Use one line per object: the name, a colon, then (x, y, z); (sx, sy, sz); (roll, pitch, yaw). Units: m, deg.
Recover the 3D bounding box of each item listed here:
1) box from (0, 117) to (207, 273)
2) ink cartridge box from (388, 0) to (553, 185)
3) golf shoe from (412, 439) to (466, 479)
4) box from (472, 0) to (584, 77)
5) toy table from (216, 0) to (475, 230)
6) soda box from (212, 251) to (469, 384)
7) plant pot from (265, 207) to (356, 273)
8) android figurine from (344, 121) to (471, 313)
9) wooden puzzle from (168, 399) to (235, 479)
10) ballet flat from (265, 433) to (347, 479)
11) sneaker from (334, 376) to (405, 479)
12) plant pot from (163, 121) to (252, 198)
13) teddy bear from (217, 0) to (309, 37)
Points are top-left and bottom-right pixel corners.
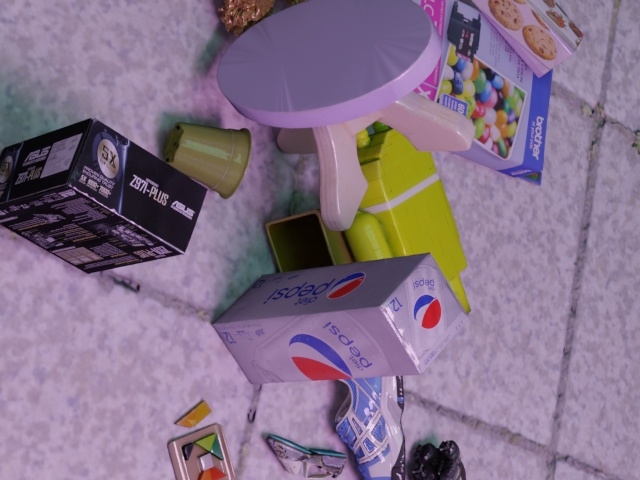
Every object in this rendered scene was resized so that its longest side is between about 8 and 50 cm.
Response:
box: (-0.229, -0.041, 1.541); (0.147, 0.180, 0.077); (33, 63, -32)
ink cartridge box: (0.209, -0.200, 2.021); (0.311, 0.065, 0.185); (20, 71, -38)
golf shoe: (0.141, 0.338, 1.847); (0.094, 0.077, 0.198); (61, 39, -38)
box: (0.210, -0.355, 1.993); (0.324, 0.067, 0.063); (48, 39, -10)
toy table: (0.033, -0.155, 1.707); (0.252, 0.274, 0.161); (-57, 135, -21)
soda box: (0.016, 0.088, 1.656); (0.098, 0.286, 0.091); (-45, 113, -35)
plant pot: (0.000, 0.000, 1.799); (0.083, 0.081, 0.081); (-26, 100, -53)
android figurine: (0.103, -0.021, 1.854); (0.248, 0.056, 0.272); (-35, 105, -60)
wooden puzzle: (-0.129, 0.241, 1.688); (0.078, 0.014, 0.116); (-26, 100, -40)
ballet flat: (-0.018, 0.252, 1.765); (0.114, 0.041, 0.041); (20, 70, -36)
sneaker: (0.058, 0.231, 1.821); (0.081, 0.080, 0.211); (-4, 95, -3)
plant pot: (-0.129, -0.097, 1.711); (0.079, 0.083, 0.083); (18, 71, -24)
teddy bear: (-0.042, -0.353, 1.792); (0.338, 0.113, 0.245); (-3, 107, -32)
